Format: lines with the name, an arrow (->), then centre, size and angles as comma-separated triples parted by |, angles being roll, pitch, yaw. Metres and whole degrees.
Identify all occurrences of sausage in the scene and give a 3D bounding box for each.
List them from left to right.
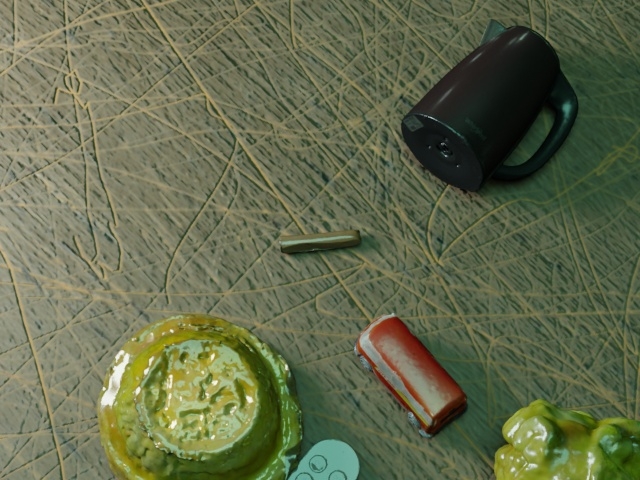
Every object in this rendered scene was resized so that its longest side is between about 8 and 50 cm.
sausage -> 0.000, 0.000, 2.077 | 0.116, 0.026, 0.026 | -6, 69, -5

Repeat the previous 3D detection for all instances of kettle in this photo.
kettle -> 0.257, -0.185, 2.103 | 0.202, 0.144, 0.232 | 45, 70, -6

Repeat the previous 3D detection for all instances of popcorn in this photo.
popcorn -> 0.331, 0.313, 1.898 | 0.203, 0.226, 0.200 | 7, 103, -38

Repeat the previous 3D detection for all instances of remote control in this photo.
remote control -> -0.038, 0.362, 1.933 | 0.077, 0.022, 0.245 | 36, 71, 14

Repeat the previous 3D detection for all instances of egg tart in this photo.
egg tart -> -0.156, 0.224, 1.939 | 0.288, 0.118, 0.288 | 1, 70, -4

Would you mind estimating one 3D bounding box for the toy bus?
toy bus -> 0.120, 0.173, 1.983 | 0.079, 0.077, 0.174 | -36, 74, -15
